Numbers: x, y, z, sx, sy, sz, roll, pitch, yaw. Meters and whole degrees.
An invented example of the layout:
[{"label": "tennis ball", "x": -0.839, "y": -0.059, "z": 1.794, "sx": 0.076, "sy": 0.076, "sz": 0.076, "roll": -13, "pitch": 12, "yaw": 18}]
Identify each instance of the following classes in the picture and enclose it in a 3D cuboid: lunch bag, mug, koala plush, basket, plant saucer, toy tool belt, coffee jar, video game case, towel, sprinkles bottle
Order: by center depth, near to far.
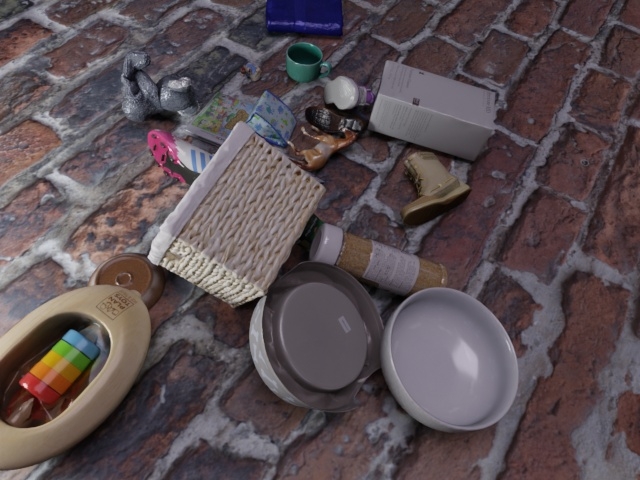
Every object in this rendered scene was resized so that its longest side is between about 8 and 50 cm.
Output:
[{"label": "basket", "x": -0.208, "y": -0.046, "z": 1.216, "sx": 0.267, "sy": 0.328, "sz": 0.331, "roll": 34, "pitch": 66, "yaw": -13}, {"label": "sprinkles bottle", "x": 0.151, "y": 0.065, "z": 1.299, "sx": 0.356, "sy": 0.121, "sz": 0.121, "roll": 19, "pitch": 55, "yaw": -13}, {"label": "plant saucer", "x": -0.510, "y": 0.108, "z": 1.302, "sx": 0.199, "sy": 0.036, "sz": 0.198, "roll": 3, "pitch": 56, "yaw": -4}, {"label": "coffee jar", "x": 0.000, "y": 0.000, "z": 1.369, "sx": 0.184, "sy": 0.079, "sz": 0.096, "roll": 36, "pitch": 58, "yaw": -14}, {"label": "lunch bag", "x": -0.038, "y": -0.177, "z": 1.532, "sx": 0.071, "sy": 0.053, "sz": 0.083, "roll": 36, "pitch": 51, "yaw": 15}, {"label": "koala plush", "x": -0.508, "y": -0.472, "z": 1.605, "sx": 0.222, "sy": 0.196, "sz": 0.203, "roll": 4, "pitch": 68, "yaw": -4}, {"label": "lunch bag", "x": -0.156, "y": -0.393, "z": 1.638, "sx": 0.151, "sy": 0.096, "sz": 0.128, "roll": 32, "pitch": 54, "yaw": -20}, {"label": "video game case", "x": -0.312, "y": -0.396, "z": 1.663, "sx": 0.194, "sy": 0.023, "sz": 0.212, "roll": 23, "pitch": 57, "yaw": 9}, {"label": "toy tool belt", "x": -0.252, "y": -0.617, "z": 1.798, "sx": 0.083, "sy": 0.051, "sz": 0.052, "roll": 28, "pitch": 58, "yaw": 12}, {"label": "mug", "x": -0.053, "y": -0.626, "z": 1.799, "sx": 0.130, "sy": 0.097, "sz": 0.157, "roll": -29, "pitch": 65, "yaw": -23}, {"label": "towel", "x": -0.066, "y": -0.908, "z": 2.005, "sx": 0.309, "sy": 0.076, "sz": 0.227, "roll": 1, "pitch": 64, "yaw": -6}]

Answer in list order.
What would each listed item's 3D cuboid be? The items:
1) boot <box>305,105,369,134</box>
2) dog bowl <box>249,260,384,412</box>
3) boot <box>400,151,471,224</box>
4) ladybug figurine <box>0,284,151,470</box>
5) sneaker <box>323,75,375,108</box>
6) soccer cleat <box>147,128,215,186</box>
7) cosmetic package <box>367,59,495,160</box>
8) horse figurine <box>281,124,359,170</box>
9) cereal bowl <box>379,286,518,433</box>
[{"label": "boot", "x": 0.060, "y": -0.413, "z": 1.703, "sx": 0.219, "sy": 0.082, "sz": 0.106, "roll": 24, "pitch": 32, "yaw": 20}, {"label": "dog bowl", "x": -0.009, "y": 0.226, "z": 1.160, "sx": 0.349, "sy": 0.102, "sz": 0.348, "roll": 18, "pitch": 58, "yaw": -31}, {"label": "boot", "x": 0.309, "y": -0.169, "z": 1.538, "sx": 0.262, "sy": 0.095, "sz": 0.203, "roll": -25, "pitch": 63, "yaw": -23}, {"label": "ladybug figurine", "x": -0.556, "y": 0.291, "z": 1.099, "sx": 0.305, "sy": 0.161, "sz": 0.449, "roll": 33, "pitch": 60, "yaw": 15}, {"label": "sneaker", "x": 0.122, "y": -0.492, "z": 1.665, "sx": 0.161, "sy": 0.102, "sz": 0.282, "roll": 2, "pitch": 20, "yaw": -16}, {"label": "soccer cleat", "x": -0.379, "y": -0.230, "z": 1.508, "sx": 0.331, "sy": 0.116, "sz": 0.143, "roll": 41, "pitch": 46, "yaw": 17}, {"label": "cosmetic package", "x": 0.372, "y": -0.435, "z": 1.670, "sx": 0.385, "sy": 0.156, "sz": 0.217, "roll": 15, "pitch": 53, "yaw": 1}, {"label": "horse figurine", "x": -0.018, "y": -0.294, "z": 1.604, "sx": 0.175, "sy": 0.066, "sz": 0.263, "roll": 32, "pitch": 58, "yaw": 20}, {"label": "cereal bowl", "x": 0.289, "y": 0.290, "z": 1.189, "sx": 0.339, "sy": 0.141, "sz": 0.338, "roll": 9, "pitch": 57, "yaw": -15}]
